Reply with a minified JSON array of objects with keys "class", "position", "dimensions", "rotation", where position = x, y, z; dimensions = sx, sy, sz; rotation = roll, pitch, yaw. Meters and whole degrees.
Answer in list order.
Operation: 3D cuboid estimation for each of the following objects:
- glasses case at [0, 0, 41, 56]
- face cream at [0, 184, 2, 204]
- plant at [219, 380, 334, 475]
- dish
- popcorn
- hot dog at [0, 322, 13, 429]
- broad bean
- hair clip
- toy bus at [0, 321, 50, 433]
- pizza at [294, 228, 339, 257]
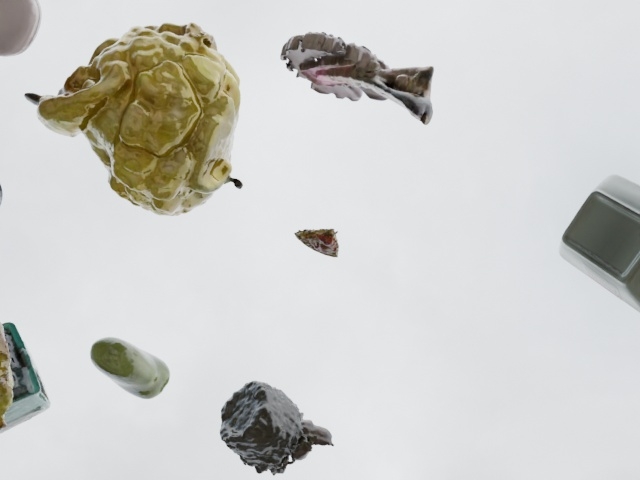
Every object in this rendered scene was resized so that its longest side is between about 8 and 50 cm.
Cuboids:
[{"class":"glasses case","position":[-0.548,-0.370,0.762],"dimensions":[0.297,0.075,0.113],"rotation":[28,-79,-15]},{"class":"face cream","position":[-0.497,-0.068,0.683],"dimensions":[0.312,0.092,0.092],"rotation":[8,-86,31]},{"class":"plant","position":[-0.124,0.461,1.339],"dimensions":[0.204,0.234,0.178],"rotation":[-39,-146,18]},{"class":"dish","position":[0.440,0.009,0.764],"dimensions":[0.234,0.064,0.153],"rotation":[50,-59,50]},{"class":"popcorn","position":[-0.308,-0.210,0.962],"dimensions":[0.382,0.349,0.348],"rotation":[14,-82,-6]},{"class":"hot dog","position":[-0.226,0.035,0.288],"dimensions":[0.169,0.078,0.061],"rotation":[31,-77,4]},{"class":"broad bean","position":[-0.347,0.229,1.000],"dimensions":[0.125,0.174,0.082],"rotation":[12,-123,32]},{"class":"hair clip","position":[0.061,-0.227,0.758],"dimensions":[0.300,0.173,0.069],"rotation":[37,-82,50]},{"class":"toy bus","position":[-0.368,0.163,0.446],"dimensions":[0.091,0.262,0.109],"rotation":[58,-24,20]},{"class":"pizza","position":[-0.010,0.003,1.149],"dimensions":[0.099,0.100,0.029],"rotation":[12,-123,11]}]
